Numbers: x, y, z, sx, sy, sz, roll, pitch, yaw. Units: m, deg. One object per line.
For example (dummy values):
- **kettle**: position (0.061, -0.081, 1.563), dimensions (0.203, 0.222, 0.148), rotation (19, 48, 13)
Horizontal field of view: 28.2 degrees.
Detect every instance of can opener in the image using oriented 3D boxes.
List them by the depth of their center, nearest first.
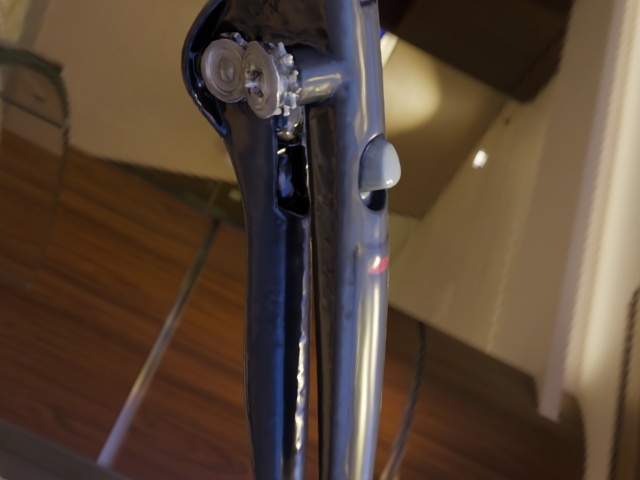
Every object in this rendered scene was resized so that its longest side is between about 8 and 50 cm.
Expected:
- **can opener**: position (0.000, 0.000, 0.375), dimensions (0.073, 0.059, 0.186), rotation (-15, 108, -45)
